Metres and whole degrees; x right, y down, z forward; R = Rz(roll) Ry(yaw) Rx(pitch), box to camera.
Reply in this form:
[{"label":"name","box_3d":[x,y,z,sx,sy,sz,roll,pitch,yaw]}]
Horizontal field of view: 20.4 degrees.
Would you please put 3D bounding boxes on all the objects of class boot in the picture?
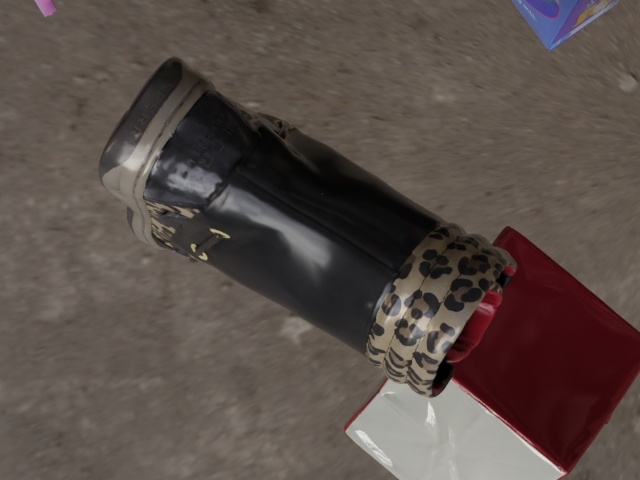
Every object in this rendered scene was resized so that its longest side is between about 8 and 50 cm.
[{"label":"boot","box_3d":[0.000,0.000,1.348,0.284,0.377,0.138,31,84,9]}]

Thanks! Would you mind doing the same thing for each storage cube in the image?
[{"label":"storage cube","box_3d":[0.168,0.142,1.710,0.215,0.193,0.184,39,141,4]}]

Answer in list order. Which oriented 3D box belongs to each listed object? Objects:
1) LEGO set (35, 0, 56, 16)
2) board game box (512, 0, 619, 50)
[{"label":"LEGO set","box_3d":[-0.125,-0.236,1.193,0.227,0.093,0.087,-30,53,-3]},{"label":"board game box","box_3d":[0.132,-0.338,1.470,0.078,0.233,0.347,-35,86,-2]}]
